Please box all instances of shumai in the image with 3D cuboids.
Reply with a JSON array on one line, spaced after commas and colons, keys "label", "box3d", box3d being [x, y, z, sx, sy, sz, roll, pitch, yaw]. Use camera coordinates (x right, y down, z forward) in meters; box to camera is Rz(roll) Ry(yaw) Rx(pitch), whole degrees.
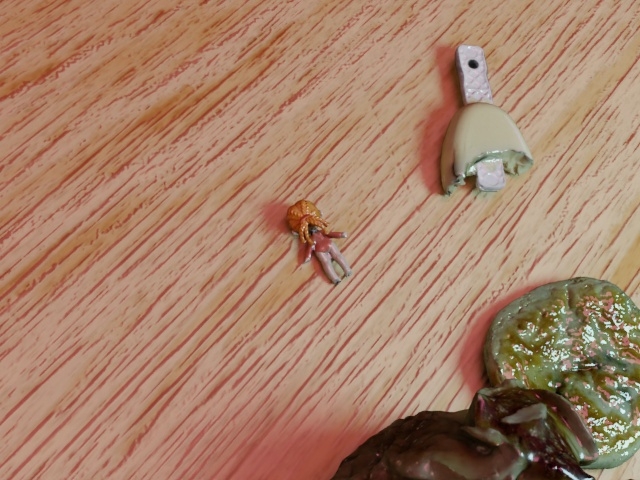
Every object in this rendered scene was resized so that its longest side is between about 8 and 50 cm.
[{"label": "shumai", "box3d": [0.147, 0.216, 0.868, 0.256, 0.218, 0.189, -6, 50, -46]}]

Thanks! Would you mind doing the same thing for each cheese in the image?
[{"label": "cheese", "box3d": [0.210, -0.164, 1.206, 0.127, 0.049, 0.235, 1, 62, -12]}]

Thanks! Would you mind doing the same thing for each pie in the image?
[{"label": "pie", "box3d": [0.302, 0.151, 1.068, 0.241, 0.054, 0.240, 5, 65, -11]}]

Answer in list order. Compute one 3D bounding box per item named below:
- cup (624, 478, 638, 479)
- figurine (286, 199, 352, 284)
[{"label": "cup", "box3d": [0.275, 0.336, 0.853, 0.182, 0.264, 0.226, 12, 59, 9]}, {"label": "figurine", "box3d": [0.000, 0.000, 1.072, 0.064, 0.047, 0.109, -33, 81, -3]}]
